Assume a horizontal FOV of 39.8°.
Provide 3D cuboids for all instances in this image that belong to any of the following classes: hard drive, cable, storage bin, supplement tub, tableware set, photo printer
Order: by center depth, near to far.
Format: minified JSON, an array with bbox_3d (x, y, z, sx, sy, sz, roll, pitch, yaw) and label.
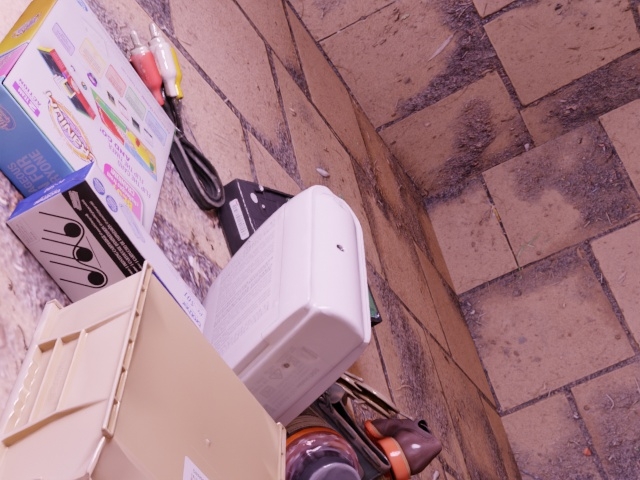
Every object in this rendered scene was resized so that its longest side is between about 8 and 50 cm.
[{"bbox_3d":[-0.148,0.202,0.798,0.262,0.123,0.260,57,17,-29],"label":"storage bin"},{"bbox_3d":[-0.021,0.258,1.035,0.106,0.106,0.198,59,-13,-19],"label":"supplement tub"},{"bbox_3d":[-0.053,0.083,1.082,0.107,0.256,0.307,36,24,-20],"label":"photo printer"},{"bbox_3d":[-0.213,-0.177,1.301,0.287,0.072,0.139,63,20,-6],"label":"cable"},{"bbox_3d":[0.061,0.257,1.453,0.128,0.039,0.194,39,-11,-19],"label":"tableware set"},{"bbox_3d":[-0.032,0.036,1.491,0.339,0.064,0.237,12,54,-59],"label":"hard drive"}]

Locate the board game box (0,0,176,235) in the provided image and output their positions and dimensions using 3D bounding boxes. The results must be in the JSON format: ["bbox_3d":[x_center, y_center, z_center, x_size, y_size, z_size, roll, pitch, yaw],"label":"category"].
[{"bbox_3d":[-0.276,-0.139,1.028,0.242,0.064,0.317,56,17,-29],"label":"board game box"}]

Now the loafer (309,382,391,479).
[{"bbox_3d":[0.019,0.258,1.363,0.268,0.084,0.096,62,16,-9],"label":"loafer"}]

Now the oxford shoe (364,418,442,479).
[{"bbox_3d":[0.141,0.349,1.510,0.271,0.098,0.097,180,-112,-82],"label":"oxford shoe"}]

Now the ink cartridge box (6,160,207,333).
[{"bbox_3d":[-0.213,0.030,0.904,0.207,0.097,0.046,57,16,-26],"label":"ink cartridge box"}]
